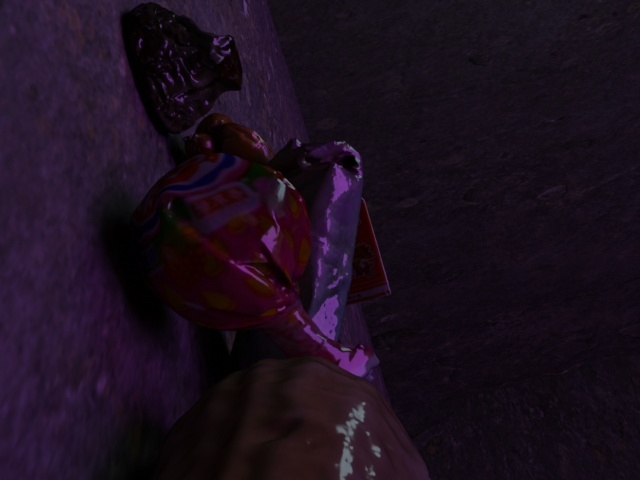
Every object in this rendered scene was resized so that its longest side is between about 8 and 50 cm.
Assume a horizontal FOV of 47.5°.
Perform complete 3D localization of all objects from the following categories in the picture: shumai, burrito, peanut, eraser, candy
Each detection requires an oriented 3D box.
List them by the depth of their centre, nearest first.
[{"bbox_3d":[-0.024,0.174,0.333,0.340,0.159,0.174,-70,174,-74],"label":"peanut"},{"bbox_3d":[0.007,0.095,0.526,0.365,0.124,0.124,50,10,-9],"label":"candy"},{"bbox_3d":[-0.014,0.022,0.641,0.144,0.089,0.228,4,-102,64],"label":"burrito"},{"bbox_3d":[-0.118,-0.166,0.663,0.099,0.087,0.123,-2,75,-83],"label":"shumai"},{"bbox_3d":[0.000,0.000,1.054,0.038,0.157,0.230,-92,166,-57],"label":"eraser"}]

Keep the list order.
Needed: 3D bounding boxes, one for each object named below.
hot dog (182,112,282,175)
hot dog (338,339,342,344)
[{"bbox_3d":[-0.069,-0.039,0.775,0.109,0.072,0.269,28,-18,35],"label":"hot dog"},{"bbox_3d":[0.000,0.186,0.845,0.325,0.107,0.194,63,-1,-21],"label":"hot dog"}]
